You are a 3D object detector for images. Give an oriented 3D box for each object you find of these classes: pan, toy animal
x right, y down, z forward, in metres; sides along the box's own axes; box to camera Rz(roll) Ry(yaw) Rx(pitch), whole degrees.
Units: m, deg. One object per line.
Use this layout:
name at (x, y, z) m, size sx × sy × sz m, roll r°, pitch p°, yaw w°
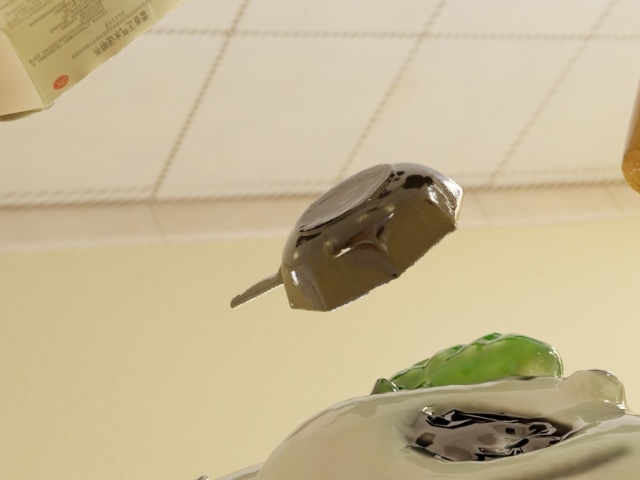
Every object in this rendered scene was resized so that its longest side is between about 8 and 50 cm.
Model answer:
pan at (-0.004, 0.007, 1.037) m, size 0.202 × 0.128 × 0.048 m, roll -29°, pitch 105°, yaw 22°
toy animal at (0.047, 0.137, 0.528) m, size 0.212 × 0.212 × 0.267 m, roll 4°, pitch 150°, yaw -40°

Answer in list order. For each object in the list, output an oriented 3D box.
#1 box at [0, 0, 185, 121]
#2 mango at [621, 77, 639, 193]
box at (-0.214, -0.217, 1.254) m, size 0.095 × 0.168 × 0.212 m, roll -7°, pitch -152°, yaw 42°
mango at (0.469, -0.220, 1.956) m, size 0.187 × 0.144 × 0.359 m, roll 4°, pitch 107°, yaw -63°
